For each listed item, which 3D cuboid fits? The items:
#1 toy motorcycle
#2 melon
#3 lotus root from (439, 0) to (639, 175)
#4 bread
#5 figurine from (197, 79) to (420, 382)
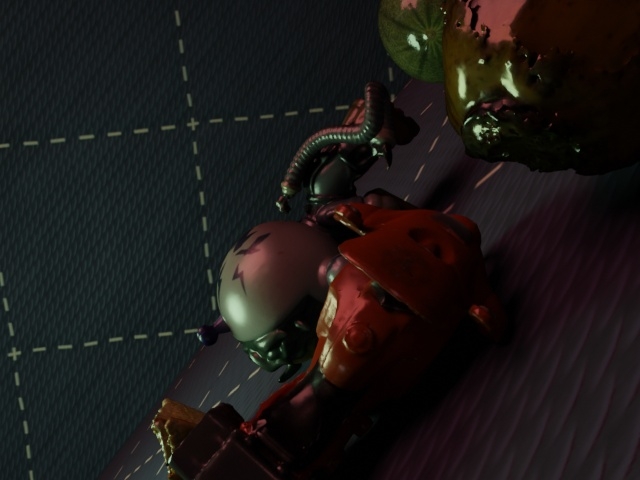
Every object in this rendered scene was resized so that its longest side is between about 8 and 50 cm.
[{"bbox_3d":[0.020,0.098,0.528,0.326,0.147,0.221,-51,-15,-5],"label":"toy motorcycle"},{"bbox_3d":[0.225,-0.413,1.282,0.237,0.237,0.302,-47,11,35],"label":"melon"},{"bbox_3d":[0.217,-0.208,0.503,0.397,0.195,0.179,-60,-18,-21],"label":"lotus root"},{"bbox_3d":[-0.176,0.295,0.936,0.147,0.127,0.152,178,112,-81],"label":"bread"},{"bbox_3d":[0.001,0.001,0.921,0.382,0.186,0.261,-57,2,-5],"label":"figurine"}]
